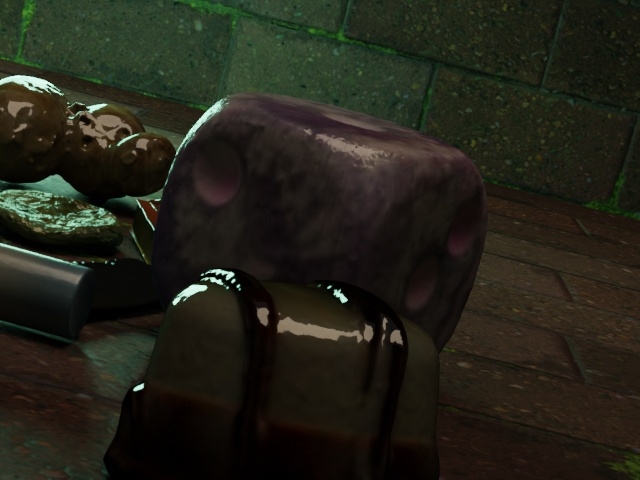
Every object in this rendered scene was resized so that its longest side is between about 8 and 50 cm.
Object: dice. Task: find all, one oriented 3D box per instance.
[{"bbox_3d":[0.000,0.000,1.534,0.270,0.271,0.270,22,13,32],"label":"dice"}]

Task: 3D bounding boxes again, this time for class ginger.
[{"bbox_3d":[-0.361,-0.147,2.112,0.304,0.155,0.244,12,9,-7],"label":"ginger"}]

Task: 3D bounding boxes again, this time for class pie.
[{"bbox_3d":[-0.341,-0.025,1.828,0.187,0.041,0.187,14,11,-3],"label":"pie"}]

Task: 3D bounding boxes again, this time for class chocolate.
[{"bbox_3d":[-0.021,0.120,1.131,0.284,0.186,0.283,14,12,-3],"label":"chocolate"}]

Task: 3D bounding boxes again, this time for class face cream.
[{"bbox_3d":[-0.356,0.032,1.428,0.250,0.077,0.077,14,11,6],"label":"face cream"}]

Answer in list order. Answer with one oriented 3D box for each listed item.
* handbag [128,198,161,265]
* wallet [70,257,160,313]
[{"bbox_3d":[-0.174,0.002,1.871,0.127,0.062,0.190,9,16,-21],"label":"handbag"},{"bbox_3d":[-0.242,0.053,1.606,0.124,0.025,0.244,20,11,28],"label":"wallet"}]
